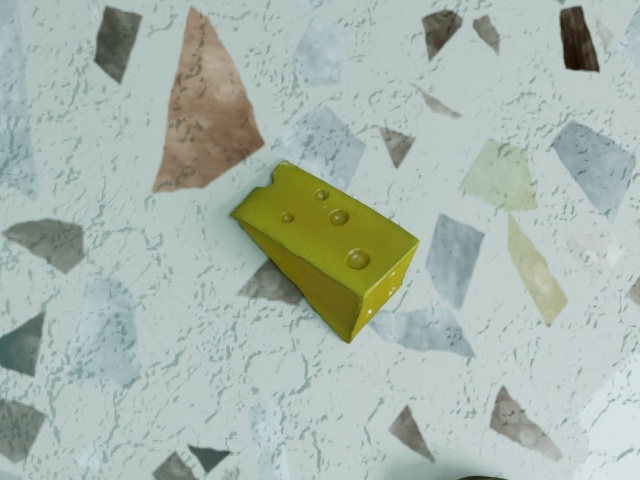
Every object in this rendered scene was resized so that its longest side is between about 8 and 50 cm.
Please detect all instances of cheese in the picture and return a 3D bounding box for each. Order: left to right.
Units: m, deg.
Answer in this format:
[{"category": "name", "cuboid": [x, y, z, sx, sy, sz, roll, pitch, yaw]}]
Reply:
[{"category": "cheese", "cuboid": [0.000, 0.000, 1.589, 0.171, 0.126, 0.093, 39, 68, 9]}]

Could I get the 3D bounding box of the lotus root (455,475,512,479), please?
[{"category": "lotus root", "cuboid": [0.194, 0.291, 1.616, 0.179, 0.080, 0.089, 25, 116, -12]}]
